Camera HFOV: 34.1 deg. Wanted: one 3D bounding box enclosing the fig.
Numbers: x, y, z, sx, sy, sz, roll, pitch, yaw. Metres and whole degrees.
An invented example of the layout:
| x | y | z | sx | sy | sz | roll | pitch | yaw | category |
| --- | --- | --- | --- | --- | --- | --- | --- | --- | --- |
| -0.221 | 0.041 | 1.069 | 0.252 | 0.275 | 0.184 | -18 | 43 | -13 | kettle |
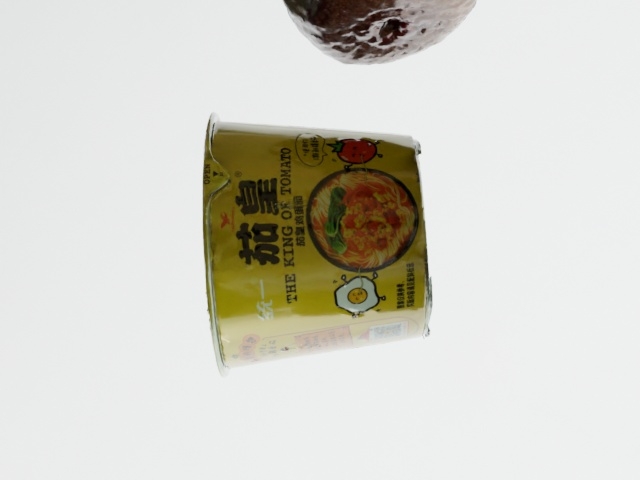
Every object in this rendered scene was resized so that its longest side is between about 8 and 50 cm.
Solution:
| x | y | z | sx | sy | sz | roll | pitch | yaw | category |
| --- | --- | --- | --- | --- | --- | --- | --- | --- | --- |
| 0.046 | -0.225 | 0.703 | 0.146 | 0.134 | 0.201 | -16 | -121 | 46 | fig |

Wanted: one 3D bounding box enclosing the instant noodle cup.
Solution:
| x | y | z | sx | sy | sz | roll | pitch | yaw | category |
| --- | --- | --- | --- | --- | --- | --- | --- | --- | --- |
| 0.000 | 0.000 | 0.713 | 0.144 | 0.182 | 0.182 | -2 | -125 | 1 | instant noodle cup |
